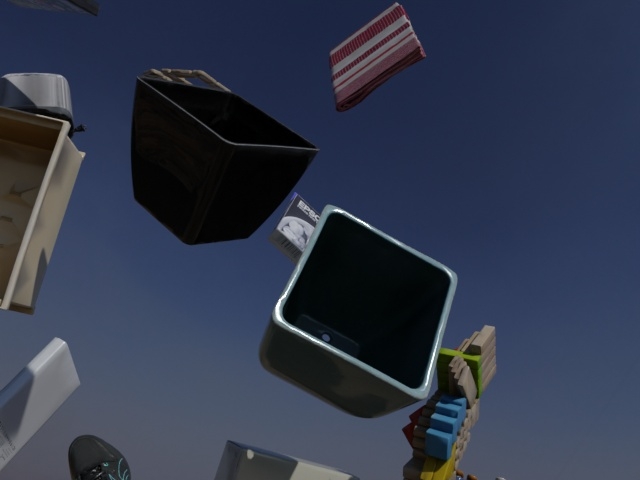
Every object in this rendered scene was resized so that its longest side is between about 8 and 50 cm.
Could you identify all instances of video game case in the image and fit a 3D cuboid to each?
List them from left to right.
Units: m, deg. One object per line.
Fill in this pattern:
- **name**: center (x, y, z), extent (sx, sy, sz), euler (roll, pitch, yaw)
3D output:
- **video game case**: center (-0.662, -0.560, 1.298), extent (0.248, 0.035, 0.275), euler (14, 1, 22)

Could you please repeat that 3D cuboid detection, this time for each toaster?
- **toaster**: center (-0.722, -0.340, 1.550), extent (0.226, 0.147, 0.129), euler (-6, -30, -16)

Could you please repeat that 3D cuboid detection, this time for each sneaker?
- **sneaker**: center (-0.385, 0.452, 1.090), extent (0.101, 0.267, 0.106), euler (-30, -32, -20)

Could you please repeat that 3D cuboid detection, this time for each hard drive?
- **hard drive**: center (-0.694, 0.396, 1.407), extent (0.040, 0.308, 0.203), euler (24, -42, 13)

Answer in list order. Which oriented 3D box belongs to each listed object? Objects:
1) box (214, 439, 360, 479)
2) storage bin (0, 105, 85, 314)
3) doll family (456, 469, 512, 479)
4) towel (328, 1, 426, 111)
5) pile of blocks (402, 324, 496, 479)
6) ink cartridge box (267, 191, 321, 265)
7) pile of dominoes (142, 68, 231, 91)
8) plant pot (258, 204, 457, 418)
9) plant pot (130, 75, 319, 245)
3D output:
- **box**: center (-0.066, 0.484, 1.197), extent (0.275, 0.113, 0.094), euler (25, -16, -24)
- **storage bin**: center (-0.501, -0.054, 0.845), extent (0.260, 0.263, 0.123), euler (13, -13, -3)
- **doll family**: center (0.279, 0.514, 1.112), extent (0.262, 0.163, 0.118), euler (5, -44, 21)
- **towel**: center (0.126, -0.457, 1.496), extent (0.237, 0.329, 0.037), euler (-31, -56, 20)
- **pile of blocks**: center (0.217, 0.302, 1.112), extent (0.112, 0.362, 0.149), euler (6, -43, 33)
- **ink cartridge box**: center (0.000, 0.000, 1.312), extent (0.206, 0.208, 0.045), euler (43, -57, -13)
- **pile of dominoes**: center (-0.278, -0.361, 1.418), extent (0.195, 0.040, 0.251), euler (11, -5, 25)
- **plant pot**: center (0.036, 0.148, 0.999), extent (0.247, 0.247, 0.252), euler (28, -40, -3)
- **plant pot**: center (-0.149, -0.099, 0.833), extent (0.187, 0.167, 0.188), euler (37, 25, 26)
